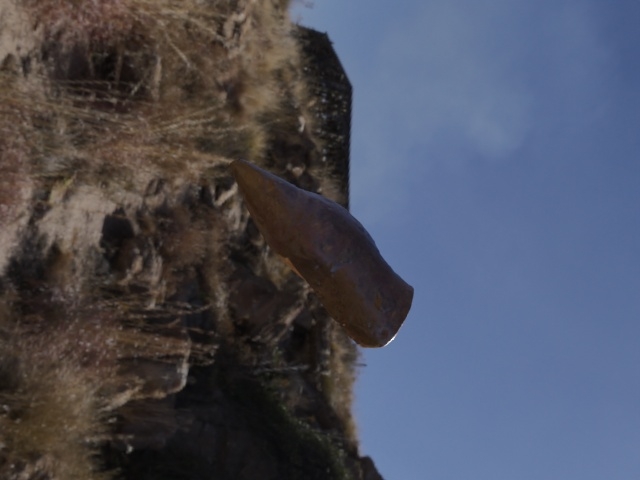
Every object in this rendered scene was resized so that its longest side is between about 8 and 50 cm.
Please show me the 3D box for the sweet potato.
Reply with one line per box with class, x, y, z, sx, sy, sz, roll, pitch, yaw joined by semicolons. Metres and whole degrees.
sweet potato;0.001;0.000;0.896;0.131;0.336;0.131;-39;-170;8
